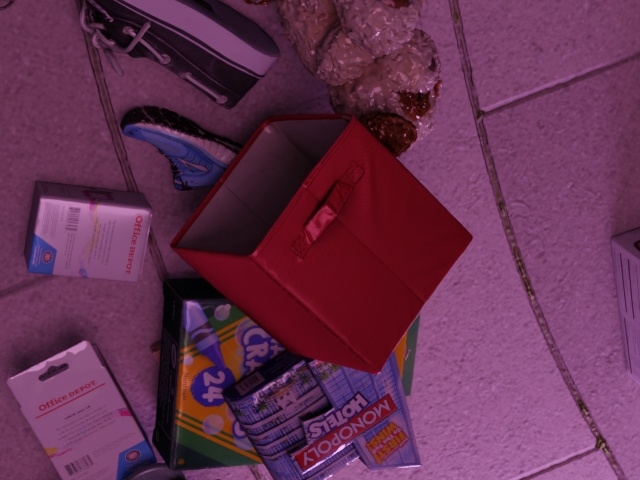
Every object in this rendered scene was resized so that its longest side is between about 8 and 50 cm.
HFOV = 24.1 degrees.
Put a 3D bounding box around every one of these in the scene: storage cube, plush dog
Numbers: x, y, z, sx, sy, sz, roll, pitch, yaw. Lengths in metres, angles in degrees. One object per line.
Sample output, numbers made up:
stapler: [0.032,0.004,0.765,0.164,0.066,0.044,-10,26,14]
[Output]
storage cube: [0.000,0.000,1.537,0.193,0.215,0.183,43,72,-24]
plush dog: [0.048,-0.194,1.557,0.211,0.262,0.225,-15,110,24]

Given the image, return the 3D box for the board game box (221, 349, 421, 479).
board game box: [0.022,0.198,1.663,0.194,0.060,0.194,-34,116,-9]

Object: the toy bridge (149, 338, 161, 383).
toy bridge: [-0.148,0.194,1.739,0.063,0.026,0.188,-31,117,-3]

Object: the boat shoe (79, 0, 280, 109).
boat shoe: [-0.186,-0.227,1.512,0.306,0.113,0.105,25,115,-39]

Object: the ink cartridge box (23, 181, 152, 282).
ink cartridge box: [-0.250,-0.008,1.610,0.122,0.052,0.088,7,109,-19]

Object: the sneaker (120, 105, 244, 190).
sneaker: [-0.145,-0.087,1.607,0.162,0.063,0.073,26,105,-25]

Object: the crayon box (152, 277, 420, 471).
crayon box: [-0.020,0.145,1.710,0.323,0.083,0.203,-1,108,-22]

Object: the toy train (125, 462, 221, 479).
toy train: [-0.233,0.386,1.688,0.334,0.142,0.190,-26,133,-5]

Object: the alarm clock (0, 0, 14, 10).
alarm clock: [-0.383,-0.203,1.486,0.192,0.064,0.129,-37,117,-4]

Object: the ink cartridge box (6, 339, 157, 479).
ink cartridge box: [-0.270,0.190,1.678,0.104,0.061,0.181,-26,118,-5]

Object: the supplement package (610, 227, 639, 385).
supplement package: [0.514,0.070,1.834,0.262,0.145,0.204,-18,116,-11]
